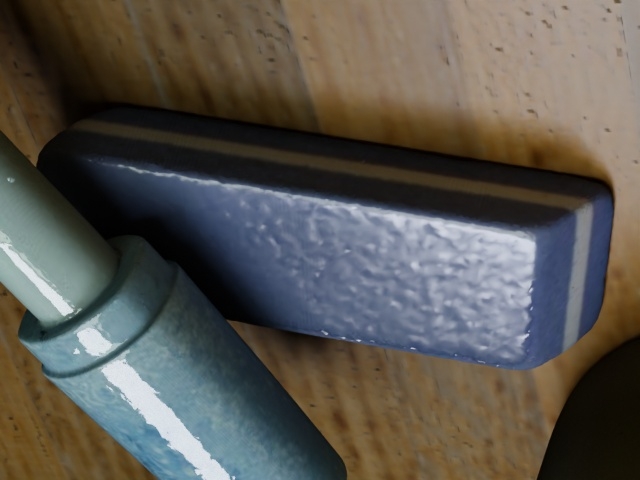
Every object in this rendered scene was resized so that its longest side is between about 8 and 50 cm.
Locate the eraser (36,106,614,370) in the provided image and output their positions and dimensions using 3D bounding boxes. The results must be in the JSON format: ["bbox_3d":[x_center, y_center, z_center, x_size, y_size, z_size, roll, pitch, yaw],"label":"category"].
[{"bbox_3d":[0.000,0.000,0.761,0.225,0.036,0.082,9,136,11],"label":"eraser"}]

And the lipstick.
[{"bbox_3d":[-0.092,0.019,0.741,0.068,0.061,0.274,-20,123,36],"label":"lipstick"}]

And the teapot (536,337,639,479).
[{"bbox_3d":[0.160,0.157,0.765,0.186,0.175,0.267,33,136,-10],"label":"teapot"}]
